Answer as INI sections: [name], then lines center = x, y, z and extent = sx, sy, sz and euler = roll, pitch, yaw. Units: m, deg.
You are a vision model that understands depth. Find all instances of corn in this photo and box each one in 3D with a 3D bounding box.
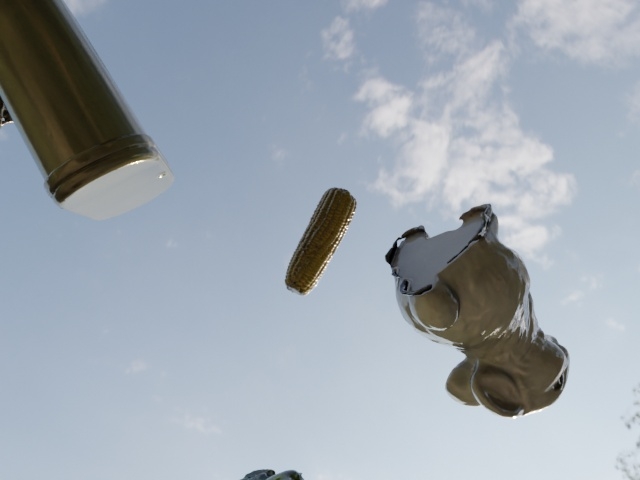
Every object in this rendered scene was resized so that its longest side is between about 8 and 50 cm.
[corn]
center = 0.000, 0.000, 1.188
extent = 0.080, 0.080, 0.231
euler = 28, -101, -5

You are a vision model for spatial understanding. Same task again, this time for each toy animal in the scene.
[toy animal]
center = 0.251, 0.136, 0.909
extent = 0.194, 0.258, 0.357
euler = -14, -64, 48

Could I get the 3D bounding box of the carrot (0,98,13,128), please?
[carrot]
center = -0.624, -0.264, 0.932
extent = 0.331, 0.193, 0.214
euler = 28, -101, -10

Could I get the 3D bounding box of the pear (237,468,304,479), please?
[pear]
center = -0.038, 0.365, 0.556
extent = 0.255, 0.164, 0.238
euler = 61, -31, 6

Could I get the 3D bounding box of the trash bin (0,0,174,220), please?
[trash bin]
center = -0.288, -0.159, 0.694
extent = 0.121, 0.243, 0.247
euler = -30, -88, -8
